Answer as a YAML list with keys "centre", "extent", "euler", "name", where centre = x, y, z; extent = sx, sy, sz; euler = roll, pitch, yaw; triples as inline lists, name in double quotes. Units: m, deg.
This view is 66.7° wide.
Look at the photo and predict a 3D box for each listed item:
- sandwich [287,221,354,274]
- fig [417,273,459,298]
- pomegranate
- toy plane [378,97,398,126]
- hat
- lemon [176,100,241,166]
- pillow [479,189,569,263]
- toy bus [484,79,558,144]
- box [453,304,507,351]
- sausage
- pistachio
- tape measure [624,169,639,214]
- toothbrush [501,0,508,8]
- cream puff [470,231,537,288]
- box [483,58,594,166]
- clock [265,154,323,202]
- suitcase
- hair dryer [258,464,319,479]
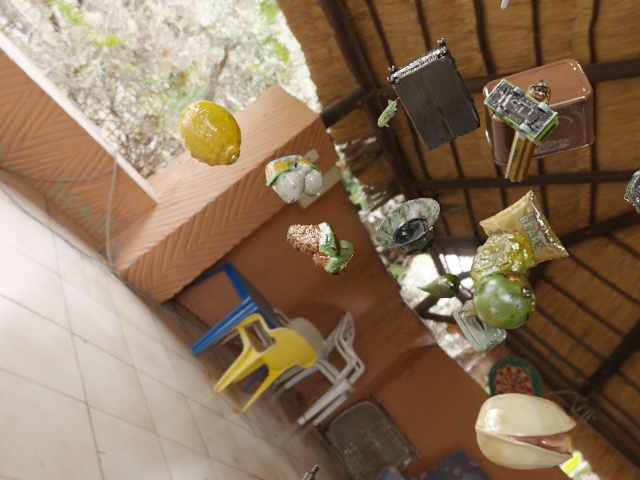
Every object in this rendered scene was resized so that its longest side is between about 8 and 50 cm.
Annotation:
- centre: [0.000, 0.000, 2.037]
  extent: [0.301, 0.162, 0.250]
  euler: [22, 21, 15]
  name: "sandwich"
- centre: [0.511, 0.205, 2.091]
  extent: [0.117, 0.178, 0.117]
  euler: [50, 30, -43]
  name: "fig"
- centre: [0.566, 0.196, 1.563]
  extent: [0.202, 0.202, 0.248]
  euler: [51, -36, -8]
  name: "pomegranate"
- centre: [0.211, -0.393, 1.515]
  extent: [0.040, 0.102, 0.111]
  euler: [35, -40, 8]
  name: "toy plane"
- centre: [0.319, -0.021, 1.674]
  extent: [0.128, 0.265, 0.265]
  euler: [54, -6, -26]
  name: "hat"
- centre: [-0.263, -0.253, 1.163]
  extent: [0.187, 0.142, 0.142]
  euler: [43, -6, 13]
  name: "lemon"
- centre: [0.882, -0.016, 2.139]
  extent: [0.312, 0.119, 0.310]
  euler: [-39, -108, 51]
  name: "pillow"
- centre: [0.532, -0.338, 1.292]
  extent: [0.175, 0.088, 0.101]
  euler: [48, 18, 28]
  name: "toy bus"
- centre: [0.556, 0.301, 1.694]
  extent: [0.093, 0.124, 0.172]
  euler: [48, 14, -57]
  name: "box"
- centre: [0.660, -0.346, 1.555]
  extent: [0.082, 0.082, 0.371]
  euler: [47, -24, 37]
  name: "sausage"
- centre: [0.613, 0.580, 1.476]
  extent: [0.309, 0.229, 0.230]
  euler: [9, -2, -4]
  name: "pistachio"
- centre: [1.019, -0.157, 1.461]
  extent: [0.107, 0.181, 0.182]
  euler: [33, 32, -9]
  name: "tape measure"
- centre: [0.504, -0.726, 1.240]
  extent: [0.025, 0.020, 0.286]
  euler: [39, -23, 26]
  name: "toothbrush"
- centre: [0.739, 0.104, 1.946]
  extent: [0.185, 0.281, 0.282]
  euler: [38, 0, -17]
  name: "cream puff"
- centre: [0.762, -0.450, 1.721]
  extent: [0.229, 0.340, 0.239]
  euler: [55, 28, -48]
  name: "box"
- centre: [-0.076, -0.189, 1.522]
  extent: [0.103, 0.231, 0.144]
  euler: [-42, -105, 45]
  name: "clock"
- centre: [0.419, -0.522, 1.782]
  extent: [0.335, 0.230, 0.152]
  euler: [54, 28, -26]
  name: "suitcase"
- centre: [-0.083, 0.698, 1.355]
  extent: [0.195, 0.078, 0.248]
  euler: [57, 35, -3]
  name: "hair dryer"
